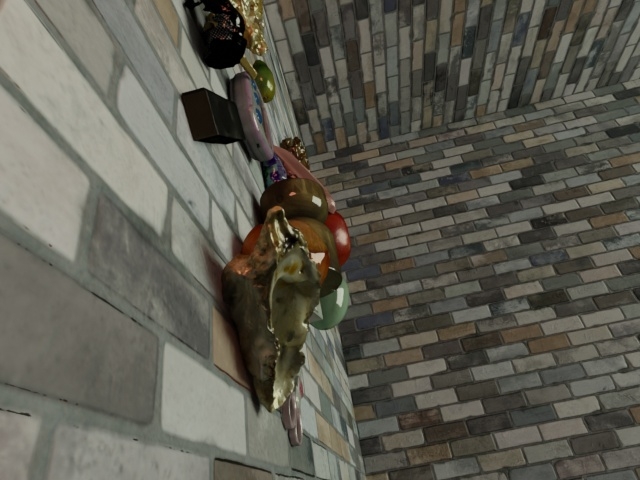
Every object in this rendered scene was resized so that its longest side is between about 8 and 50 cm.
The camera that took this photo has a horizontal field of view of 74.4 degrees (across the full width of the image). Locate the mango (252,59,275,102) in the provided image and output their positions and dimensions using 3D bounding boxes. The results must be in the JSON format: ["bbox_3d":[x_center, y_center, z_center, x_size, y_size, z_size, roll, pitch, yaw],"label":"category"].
[{"bbox_3d":[-0.198,-0.549,1.465,0.191,0.086,0.122,-96,170,-52],"label":"mango"}]

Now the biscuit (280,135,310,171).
[{"bbox_3d":[-0.105,-0.312,1.859,0.366,0.115,0.268,-91,167,-66],"label":"biscuit"}]

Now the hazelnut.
[{"bbox_3d":[-0.066,0.050,0.819,0.182,0.182,0.181,-13,90,-86],"label":"hazelnut"}]

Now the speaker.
[{"bbox_3d":[-0.190,-0.224,0.780,0.218,0.045,0.082,-81,158,-79],"label":"speaker"}]

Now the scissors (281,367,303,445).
[{"bbox_3d":[-0.058,0.341,0.966,0.242,0.031,0.118,-90,168,-64],"label":"scissors"}]

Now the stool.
[{"bbox_3d":[-0.054,0.000,1.055,0.179,0.179,0.263,72,7,-57],"label":"stool"}]

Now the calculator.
[{"bbox_3d":[-0.071,-0.228,1.499,0.329,0.048,0.220,49,18,10],"label":"calculator"}]

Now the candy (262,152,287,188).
[{"bbox_3d":[-0.134,-0.177,1.310,0.145,0.070,0.274,87,-12,-70],"label":"candy"}]

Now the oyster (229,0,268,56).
[{"bbox_3d":[-0.238,-0.744,1.290,0.238,0.115,0.350,-90,167,-73],"label":"oyster"}]

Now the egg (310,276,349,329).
[{"bbox_3d":[0.016,0.204,1.479,0.168,0.168,0.230,73,18,-49],"label":"egg"}]

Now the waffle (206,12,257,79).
[{"bbox_3d":[-0.210,-0.465,1.014,0.153,0.023,0.097,43,16,-47],"label":"waffle"}]

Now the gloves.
[{"bbox_3d":[-0.207,-0.456,0.862,0.129,0.107,0.180,44,37,-80],"label":"gloves"}]

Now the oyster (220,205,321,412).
[{"bbox_3d":[-0.079,0.108,0.684,0.166,0.111,0.340,-40,130,-41],"label":"oyster"}]

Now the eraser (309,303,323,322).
[{"bbox_3d":[-0.064,0.100,1.281,0.130,0.086,0.286,65,13,-66],"label":"eraser"}]

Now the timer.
[{"bbox_3d":[-0.179,-0.320,1.104,0.190,0.069,0.208,66,11,-64],"label":"timer"}]

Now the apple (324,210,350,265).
[{"bbox_3d":[0.000,0.000,1.615,0.260,0.217,0.260,-14,90,-90],"label":"apple"}]
